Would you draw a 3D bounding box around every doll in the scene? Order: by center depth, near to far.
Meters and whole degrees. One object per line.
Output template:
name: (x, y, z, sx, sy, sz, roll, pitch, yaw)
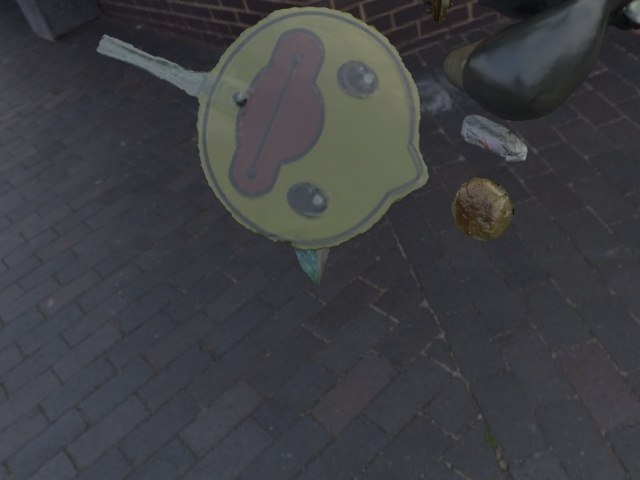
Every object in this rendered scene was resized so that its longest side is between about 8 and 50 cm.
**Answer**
doll: (0.303, -0.398, 0.957, 0.378, 0.252, 0.382, -45, 33, -8)

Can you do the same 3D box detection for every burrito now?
burrito: (0.326, -0.196, 1.174, 0.064, 0.064, 0.203, -22, 27, -4)

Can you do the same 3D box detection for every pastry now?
pastry: (0.376, -0.073, 1.436, 0.081, 0.154, 0.153, -13, 30, -33)

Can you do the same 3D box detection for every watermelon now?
watermelon: (-0.007, 0.004, 1.258, 0.094, 0.180, 0.081, -6, 29, -46)

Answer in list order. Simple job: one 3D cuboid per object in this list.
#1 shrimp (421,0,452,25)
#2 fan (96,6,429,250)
shrimp: (0.198, -0.405, 0.834, 0.132, 0.236, 0.053, 27, 37, 22)
fan: (-0.047, -0.123, 0.585, 0.334, 0.230, 0.011, 22, 2, -7)
